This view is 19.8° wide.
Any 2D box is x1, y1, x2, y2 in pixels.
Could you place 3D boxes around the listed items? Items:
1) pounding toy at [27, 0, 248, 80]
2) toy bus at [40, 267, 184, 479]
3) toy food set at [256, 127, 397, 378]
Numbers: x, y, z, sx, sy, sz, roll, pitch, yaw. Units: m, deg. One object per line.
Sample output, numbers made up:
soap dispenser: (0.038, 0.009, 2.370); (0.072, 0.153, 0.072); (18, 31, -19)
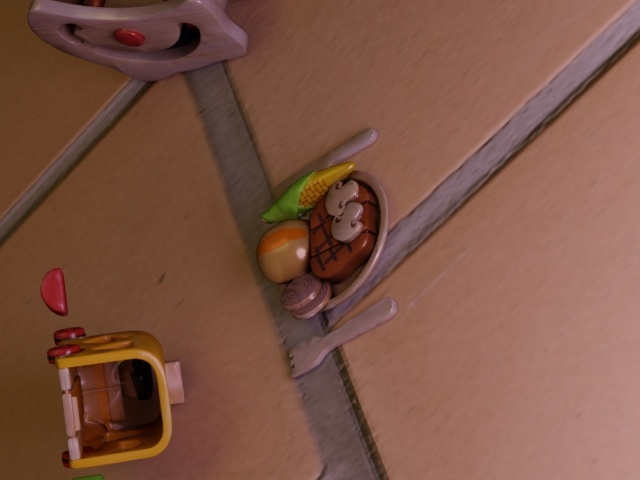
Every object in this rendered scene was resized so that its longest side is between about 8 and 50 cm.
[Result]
pounding toy: (-0.174, -0.252, 1.726); (0.269, 0.154, 0.155); (-9, 61, 45)
toy bus: (-0.167, 0.124, 1.525); (0.104, 0.191, 0.202); (-7, 52, -4)
toy food set: (0.000, 0.000, 1.467); (0.132, 0.038, 0.192); (-33, 46, 31)
